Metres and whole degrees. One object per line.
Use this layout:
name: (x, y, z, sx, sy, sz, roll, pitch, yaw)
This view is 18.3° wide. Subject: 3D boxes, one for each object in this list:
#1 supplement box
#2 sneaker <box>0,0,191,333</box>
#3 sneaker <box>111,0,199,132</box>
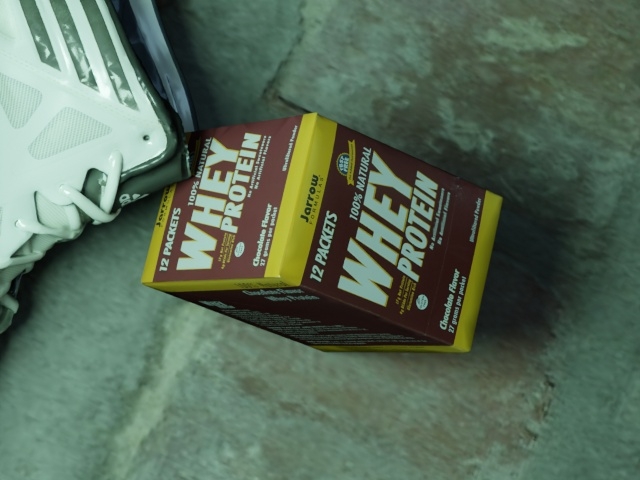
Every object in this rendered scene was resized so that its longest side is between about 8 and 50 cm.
supplement box: (0.000, 0.000, 1.555, 0.194, 0.191, 0.129, 22, 75, -34)
sneaker: (-0.230, 0.000, 1.499, 0.257, 0.169, 0.448, 3, 92, -3)
sneaker: (-0.196, -0.132, 1.624, 0.163, 0.086, 0.226, -21, 94, -7)
